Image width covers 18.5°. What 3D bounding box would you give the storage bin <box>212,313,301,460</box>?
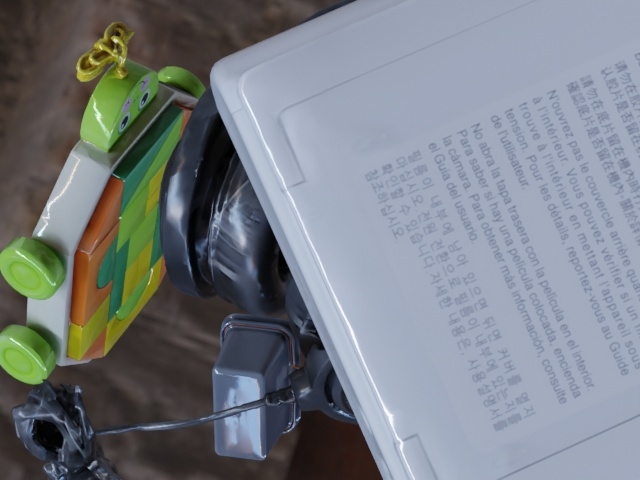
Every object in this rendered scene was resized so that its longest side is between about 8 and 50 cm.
[{"bbox_3d":[-0.066,0.159,2.015,0.098,0.091,0.135,6,119,12],"label":"storage bin"}]

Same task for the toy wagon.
[{"bbox_3d":[-0.180,-0.038,1.697,0.068,0.267,0.344,27,140,10],"label":"toy wagon"}]

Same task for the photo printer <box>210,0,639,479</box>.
[{"bbox_3d":[0.141,-0.018,0.825,0.307,0.256,0.107,-25,179,-5],"label":"photo printer"}]

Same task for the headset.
[{"bbox_3d":[0.000,0.000,1.072,0.243,0.394,0.185,39,164,26],"label":"headset"}]
